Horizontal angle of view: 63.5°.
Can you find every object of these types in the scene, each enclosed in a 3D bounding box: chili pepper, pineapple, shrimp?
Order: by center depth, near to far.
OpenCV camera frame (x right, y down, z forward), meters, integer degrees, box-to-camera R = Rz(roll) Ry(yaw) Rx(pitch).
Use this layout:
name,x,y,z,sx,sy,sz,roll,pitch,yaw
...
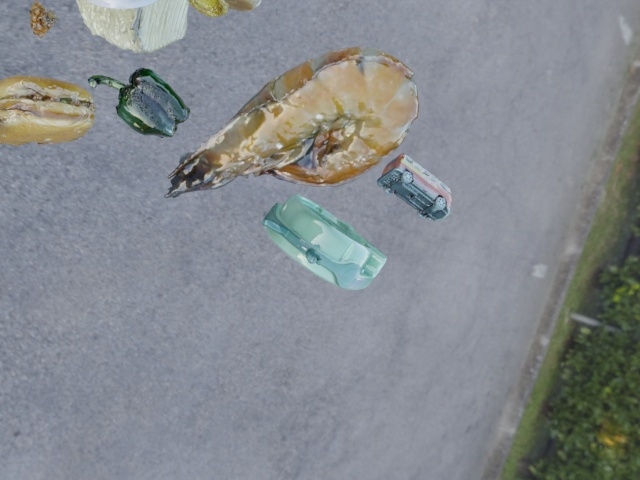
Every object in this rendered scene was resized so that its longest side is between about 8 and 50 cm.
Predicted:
name,x,y,z,sx,sy,sz,roll,pitch,yaw
shrimp,-0.034,-0.106,0.597,0.164,0.316,0.062,52,22,-38
chili pepper,-0.494,-0.392,1.423,0.261,0.174,0.165,38,107,-15
pineapple,-0.850,-0.690,1.617,0.077,0.114,0.114,-7,103,-57

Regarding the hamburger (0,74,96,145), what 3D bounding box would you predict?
name,x,y,z,sx,sy,sz,roll,pitch,yaw
hamburger,-0.910,-0.410,1.683,0.304,0.284,0.174,-1,75,-45

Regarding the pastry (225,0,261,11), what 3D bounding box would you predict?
name,x,y,z,sx,sy,sz,roll,pitch,yaw
pastry,-0.251,-0.732,1.512,0.165,0.165,0.088,1,94,-51

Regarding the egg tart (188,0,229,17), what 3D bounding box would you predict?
name,x,y,z,sx,sy,sz,roll,pitch,yaw
egg tart,-0.271,-0.584,1.249,0.105,0.105,0.039,31,64,-52

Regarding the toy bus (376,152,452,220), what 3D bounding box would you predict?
name,x,y,z,sx,sy,sz,roll,pitch,yaw
toy bus,0.329,-0.178,1.748,0.265,0.121,0.120,33,57,-17

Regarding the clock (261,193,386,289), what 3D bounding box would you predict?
name,x,y,z,sx,sy,sz,roll,pitch,yaw
clock,0.000,0.000,0.693,0.066,0.159,0.211,-55,165,9

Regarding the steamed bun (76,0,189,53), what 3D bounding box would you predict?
name,x,y,z,sx,sy,sz,roll,pitch,yaw
steamed bun,-0.505,-0.672,1.378,0.273,0.272,0.290,-46,162,-59

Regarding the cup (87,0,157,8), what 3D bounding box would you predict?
name,x,y,z,sx,sy,sz,roll,pitch,yaw
cup,-0.371,-0.568,0.934,0.166,0.221,0.202,-2,143,-8
